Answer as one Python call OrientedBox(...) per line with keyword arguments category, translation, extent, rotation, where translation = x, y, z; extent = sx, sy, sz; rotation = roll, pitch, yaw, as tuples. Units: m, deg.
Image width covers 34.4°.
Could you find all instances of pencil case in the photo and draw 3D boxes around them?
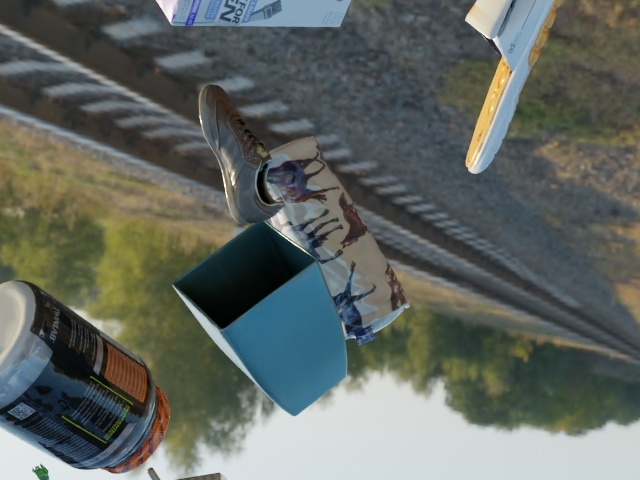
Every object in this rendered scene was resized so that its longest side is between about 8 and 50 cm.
OrientedBox(category="pencil case", translation=(0.000, 0.000, 1.961), extent=(0.183, 0.410, 0.160), rotation=(-31, -176, -17))

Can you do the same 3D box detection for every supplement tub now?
OrientedBox(category="supplement tub", translation=(-0.402, 0.226, 1.614), extent=(0.207, 0.207, 0.338), rotation=(6, 151, 41))

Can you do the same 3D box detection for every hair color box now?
OrientedBox(category="hair color box", translation=(-0.093, -0.459, 1.721), extent=(0.338, 0.185, 0.110), rotation=(-9, -128, -35))

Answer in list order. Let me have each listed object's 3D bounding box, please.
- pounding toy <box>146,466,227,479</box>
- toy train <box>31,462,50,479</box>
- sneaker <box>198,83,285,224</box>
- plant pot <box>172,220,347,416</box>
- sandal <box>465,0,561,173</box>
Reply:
OrientedBox(category="pounding toy", translation=(-0.186, 0.395, 1.509), extent=(0.100, 0.130, 0.141), rotation=(-9, 162, -2))
OrientedBox(category="toy train", translation=(-0.402, 0.339, 1.493), extent=(0.017, 0.024, 0.083), rotation=(-30, 166, -16))
OrientedBox(category="sneaker", translation=(-0.097, -0.117, 1.339), extent=(0.071, 0.188, 0.066), rotation=(-13, -169, 25))
OrientedBox(category="plant pot", translation=(-0.067, 0.129, 1.497), extent=(0.165, 0.165, 0.234), rotation=(34, 155, 52))
OrientedBox(category="sandal", translation=(0.181, -0.200, 1.060), extent=(0.076, 0.265, 0.102), rotation=(18, -168, -5))
